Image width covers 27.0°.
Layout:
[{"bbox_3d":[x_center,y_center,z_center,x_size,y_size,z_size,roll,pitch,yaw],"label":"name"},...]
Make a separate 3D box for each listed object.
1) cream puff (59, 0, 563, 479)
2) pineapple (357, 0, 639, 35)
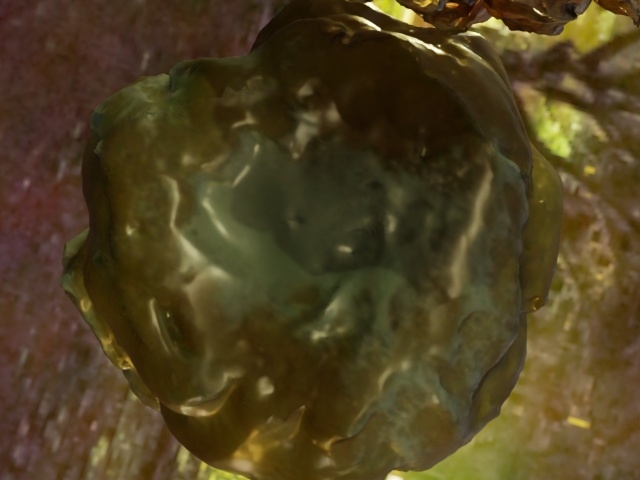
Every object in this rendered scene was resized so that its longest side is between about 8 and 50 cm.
[{"bbox_3d":[0.000,0.000,0.984,0.275,0.378,0.378,35,72,-73],"label":"cream puff"},{"bbox_3d":[0.056,-0.184,0.713,0.286,0.209,0.344,49,34,-41],"label":"pineapple"}]
